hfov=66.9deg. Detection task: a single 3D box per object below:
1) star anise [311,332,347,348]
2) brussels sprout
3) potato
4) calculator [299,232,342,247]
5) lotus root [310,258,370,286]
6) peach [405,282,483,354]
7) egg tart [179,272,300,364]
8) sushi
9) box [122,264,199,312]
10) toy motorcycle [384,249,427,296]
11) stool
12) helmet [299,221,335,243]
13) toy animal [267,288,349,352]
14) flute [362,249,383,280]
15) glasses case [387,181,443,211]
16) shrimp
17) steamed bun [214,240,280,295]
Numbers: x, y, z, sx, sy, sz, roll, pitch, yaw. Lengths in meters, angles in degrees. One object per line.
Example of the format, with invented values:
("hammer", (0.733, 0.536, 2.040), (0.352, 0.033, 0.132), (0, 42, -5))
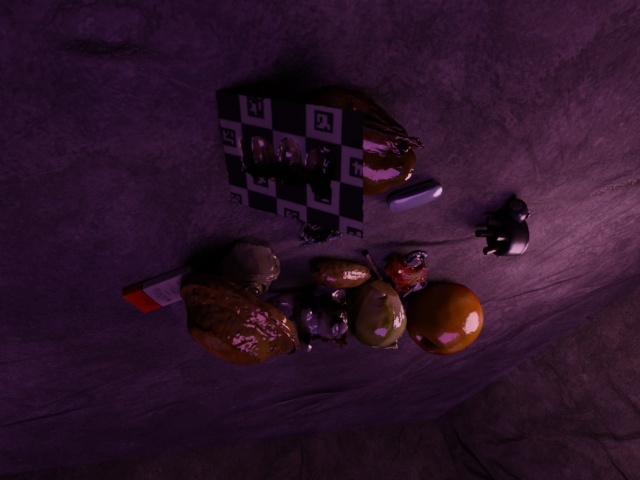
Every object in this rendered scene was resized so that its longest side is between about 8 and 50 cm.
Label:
("star anise", (0.029, 0.386, 2.092), (0.196, 0.111, 0.212), (29, 158, -23))
("brussels sprout", (0.216, 0.295, 1.920), (0.227, 0.259, 0.294), (-7, 126, -29))
("potato", (0.058, -0.213, 1.248), (0.370, 0.176, 0.195), (-3, 155, -5))
("calculator", (0.000, 0.000, 1.597), (0.141, 0.019, 0.094), (-15, 177, -11))
("lotus root", (0.080, 0.122, 1.768), (0.259, 0.097, 0.110), (5, 137, -34))
("peach", (0.531, 0.323, 2.064), (0.332, 0.308, 0.307), (-43, 149, -18))
("egg tart", (-0.277, 0.282, 1.554), (0.444, 0.178, 0.443), (21, 151, 13))
("sushi", (-0.048, -0.195, 1.129), (0.374, 0.100, 0.296), (15, 127, 25))
("box", (-0.517, 0.165, 1.627), (0.246, 0.035, 0.139), (-20, 146, 5))
("toy motorcycle", (0.334, 0.122, 1.874), (0.171, 0.089, 0.298), (-16, 146, 1))
("stool", (0.661, -0.043, 1.758), (0.140, 0.153, 0.227), (0, 99, -18))
("helmet", (-0.014, -0.047, 1.515), (0.123, 0.070, 0.098), (27, 120, -34))
("toy animal", (-0.010, 0.274, 1.778), (0.303, 0.194, 0.344), (-7, -170, -36))
("flute", (0.202, 0.100, 1.843), (0.027, 0.027, 0.233), (-23, 145, 9))
("glasses case", (0.302, -0.139, 1.542), (0.179, 0.045, 0.067), (-18, 145, 3))
("shrimp", (0.107, -0.272, 1.140), (0.295, 0.153, 0.062), (21, 168, -2))
("steamed bun", (-0.228, 0.116, 1.585), (0.218, 0.144, 0.211), (-37, 141, 27))
